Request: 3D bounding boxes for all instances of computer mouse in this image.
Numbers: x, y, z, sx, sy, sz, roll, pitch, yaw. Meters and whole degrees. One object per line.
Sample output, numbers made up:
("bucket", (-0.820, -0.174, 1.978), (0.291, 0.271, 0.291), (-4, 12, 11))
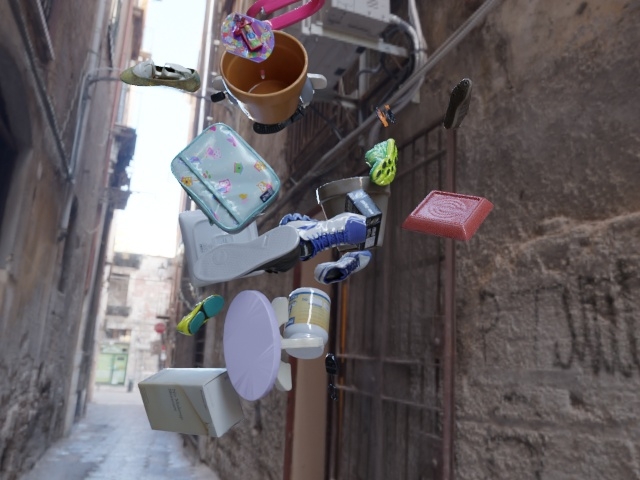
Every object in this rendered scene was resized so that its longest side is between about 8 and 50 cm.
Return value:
("computer mouse", (0.065, 0.652, 2.461), (0.071, 0.242, 0.041), (5, 16, 35))

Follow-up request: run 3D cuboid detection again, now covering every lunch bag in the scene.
("lunch bag", (-0.259, -0.161, 1.411), (0.279, 0.224, 0.108), (47, -14, 0))

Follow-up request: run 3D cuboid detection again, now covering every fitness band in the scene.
("fitness band", (-0.123, -0.816, 1.818), (0.291, 0.054, 0.209), (-20, 0, 4))

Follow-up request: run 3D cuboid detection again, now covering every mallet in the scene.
("mallet", (-0.451, -0.666, 2.346), (0.062, 0.039, 0.189), (-17, 22, 10))

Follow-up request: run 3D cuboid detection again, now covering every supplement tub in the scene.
("supplement tub", (-0.043, 0.271, 1.683), (0.144, 0.199, 0.144), (3, -40, 3))

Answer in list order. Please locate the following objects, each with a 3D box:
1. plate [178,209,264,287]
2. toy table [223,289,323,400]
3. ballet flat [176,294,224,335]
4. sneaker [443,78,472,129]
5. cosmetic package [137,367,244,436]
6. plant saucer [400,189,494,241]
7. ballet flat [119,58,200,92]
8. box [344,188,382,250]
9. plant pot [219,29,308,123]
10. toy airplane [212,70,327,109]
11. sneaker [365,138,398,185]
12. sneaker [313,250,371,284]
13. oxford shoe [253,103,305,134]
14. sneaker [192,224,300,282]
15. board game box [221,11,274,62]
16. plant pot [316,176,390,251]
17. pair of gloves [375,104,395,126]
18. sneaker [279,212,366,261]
("plate", (-0.352, 0.013, 1.862), (0.278, 0.277, 0.045), (-11, 6, -18))
("toy table", (-0.139, 0.273, 1.368), (0.252, 0.274, 0.161), (4, -3, 34))
("ballet flat", (-0.443, 0.268, 1.877), (0.077, 0.077, 0.231), (-7, 22, 26))
("sneaker", (0.504, -0.489, 1.847), (0.071, 0.066, 0.188), (-9, -48, -37))
("cosmetic package", (-0.384, 0.469, 1.507), (0.309, 0.160, 0.113), (-12, 6, 38))
("plant saucer", (0.461, -0.104, 1.865), (0.258, 0.047, 0.259), (14, 39, 34))
("ballet flat", (-0.703, -0.734, 2.253), (0.349, 0.123, 0.123), (6, -14, -8))
("box", (0.157, -0.077, 1.950), (0.078, 0.147, 0.180), (-19, -40, -20))
("plant pot", (-0.181, -0.537, 1.757), (0.291, 0.290, 0.203), (2, -26, 4))
("toy airplane", (-0.222, -0.681, 2.266), (0.386, 0.272, 0.384), (-10, -13, 42))
("sneaker", (0.245, -0.314, 2.126), (0.124, 0.295, 0.109), (-9, -57, 26))
("sneaker", (0.121, 0.137, 2.421), (0.296, 0.111, 0.131), (-24, 21, -11))
("oxford shoe", (-0.172, -0.499, 2.148), (0.227, 0.082, 0.096), (-19, 11, -2))
("sneaker", (-0.181, 0.059, 1.367), (0.296, 0.104, 0.147), (-20, -23, 3))
("board game box", (-0.220, -0.632, 1.585), (0.169, 0.133, 0.033), (14, -8, -20))
("plant pot", (0.156, -0.098, 2.218), (0.323, 0.280, 0.323), (-6, -7, -1))
("pair of gloves", (0.223, -0.425, 1.754), (0.083, 0.074, 0.010), (-28, 2, -43))
("sneaker", (-0.001, 0.000, 1.765), (0.316, 0.182, 0.127), (0, -58, 10))
